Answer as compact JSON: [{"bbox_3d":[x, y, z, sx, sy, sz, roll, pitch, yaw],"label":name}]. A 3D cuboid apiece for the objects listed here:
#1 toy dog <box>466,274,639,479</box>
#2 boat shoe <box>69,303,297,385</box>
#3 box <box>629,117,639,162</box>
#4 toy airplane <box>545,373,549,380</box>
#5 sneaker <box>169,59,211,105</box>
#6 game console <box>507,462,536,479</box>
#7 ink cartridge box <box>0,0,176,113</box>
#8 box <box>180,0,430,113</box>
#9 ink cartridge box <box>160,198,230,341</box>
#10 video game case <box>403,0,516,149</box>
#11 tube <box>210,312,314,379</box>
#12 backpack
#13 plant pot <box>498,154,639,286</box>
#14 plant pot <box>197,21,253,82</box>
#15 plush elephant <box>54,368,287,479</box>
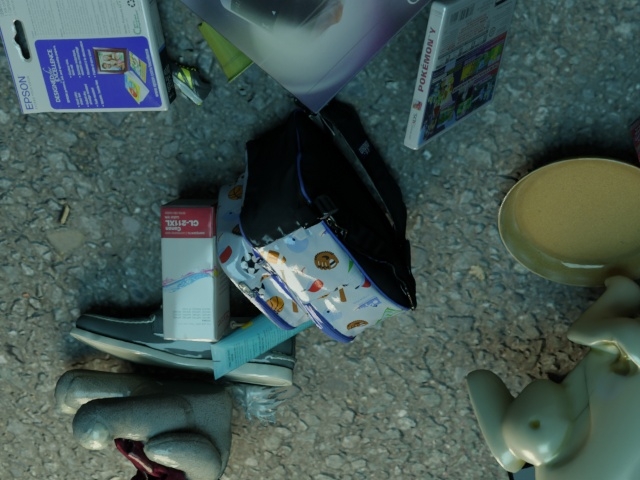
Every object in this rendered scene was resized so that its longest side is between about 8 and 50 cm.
[{"bbox_3d":[0.433,0.207,1.819,0.408,0.395,0.284,-41,113,21],"label":"toy dog"},{"bbox_3d":[-0.187,0.130,2.008,0.319,0.116,0.099,10,77,5],"label":"boat shoe"},{"bbox_3d":[0.518,-0.162,1.761,0.128,0.122,0.257,37,116,-16],"label":"box"},{"bbox_3d":[0.353,0.256,2.068,0.151,0.028,0.151,1,120,1],"label":"toy airplane"},{"bbox_3d":[-0.174,-0.210,1.833,0.035,0.031,0.083,-46,103,-5],"label":"sneaker"},{"bbox_3d":[0.352,0.373,2.146,0.122,0.071,0.107,-15,148,12],"label":"game console"},{"bbox_3d":[-0.298,-0.260,1.790,0.208,0.045,0.206,0,120,16],"label":"ink cartridge box"},{"bbox_3d":[-0.010,-0.361,1.646,0.294,0.183,0.296,38,116,-19],"label":"box"},{"bbox_3d":[-0.162,0.036,1.880,0.072,0.127,0.175,0,96,4],"label":"ink cartridge box"},{"bbox_3d":[0.171,-0.221,1.715,0.023,0.201,0.183,25,123,24],"label":"video game case"},{"bbox_3d":[-0.058,0.114,1.933,0.207,0.052,0.080,-31,142,-21],"label":"tube"},{"bbox_3d":[0.000,0.000,1.818,0.213,0.276,0.263,-33,119,25],"label":"backpack"},{"bbox_3d":[0.351,-0.029,1.871,0.236,0.032,0.236,6,136,6],"label":"plant pot"},{"bbox_3d":[-0.108,-0.252,1.780,0.083,0.083,0.079,-36,99,21],"label":"plant pot"},{"bbox_3d":[-0.212,0.325,2.004,0.330,0.272,0.255,2,96,-25],"label":"plush elephant"}]
